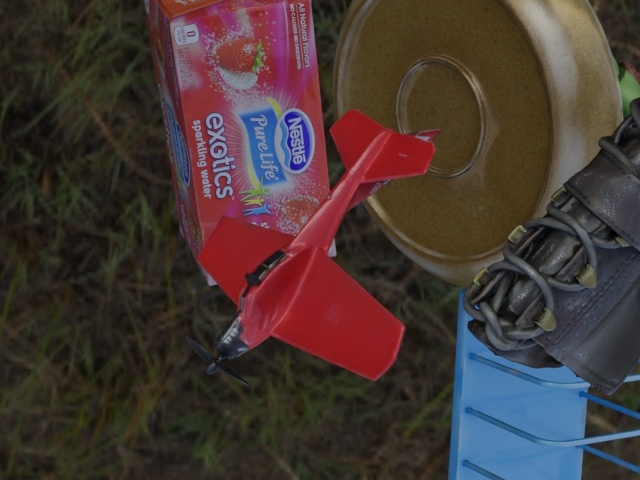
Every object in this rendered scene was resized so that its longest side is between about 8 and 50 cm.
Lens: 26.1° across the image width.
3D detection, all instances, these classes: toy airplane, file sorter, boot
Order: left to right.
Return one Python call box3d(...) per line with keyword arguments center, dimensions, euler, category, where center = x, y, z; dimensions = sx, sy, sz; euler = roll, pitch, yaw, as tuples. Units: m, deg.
box3d(center=(0.000, 0.000, 0.600), dimensions=(0.151, 0.151, 0.028), euler=(-27, 131, 18), category="toy airplane")
box3d(center=(0.170, 0.123, 0.964), dimensions=(0.118, 0.104, 0.170), euler=(-3, 101, -31), category="file sorter")
box3d(center=(0.140, -0.044, 0.521), dimensions=(0.229, 0.091, 0.263), euler=(-47, 145, 2), category="boot")

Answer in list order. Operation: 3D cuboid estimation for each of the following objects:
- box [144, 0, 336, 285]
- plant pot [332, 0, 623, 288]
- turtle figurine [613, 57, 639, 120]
box3d(center=(-0.071, -0.105, 1.244), dimensions=(0.128, 0.122, 0.257), euler=(-13, 118, -14), category="box")
box3d(center=(0.082, -0.078, 0.857), dimensions=(0.032, 0.236, 0.236), euler=(-17, 140, -40), category="plant pot")
box3d(center=(0.240, -0.039, 1.053), dimensions=(0.266, 0.275, 0.198), euler=(36, 101, 1), category="turtle figurine")
